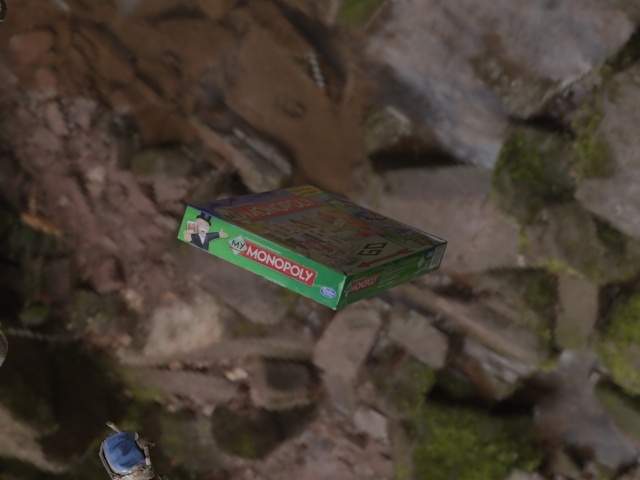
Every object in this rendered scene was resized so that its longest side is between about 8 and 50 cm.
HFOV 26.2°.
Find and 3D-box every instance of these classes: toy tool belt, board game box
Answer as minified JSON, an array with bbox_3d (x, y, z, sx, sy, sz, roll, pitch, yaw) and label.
[{"bbox_3d":[-0.187,0.217,1.370,0.083,0.052,0.051,39,149,41],"label":"toy tool belt"},{"bbox_3d":[0.000,0.000,1.668,0.214,0.317,0.046,24,106,21],"label":"board game box"}]

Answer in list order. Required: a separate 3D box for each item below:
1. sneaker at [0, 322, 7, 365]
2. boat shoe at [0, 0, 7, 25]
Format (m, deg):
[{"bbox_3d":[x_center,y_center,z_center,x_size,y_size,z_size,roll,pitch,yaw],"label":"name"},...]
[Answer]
[{"bbox_3d":[-0.311,0.067,1.151,0.121,0.099,0.262,26,164,-17],"label":"sneaker"},{"bbox_3d":[-0.321,-0.232,0.977,0.091,0.109,0.305,-36,144,13],"label":"boat shoe"}]
